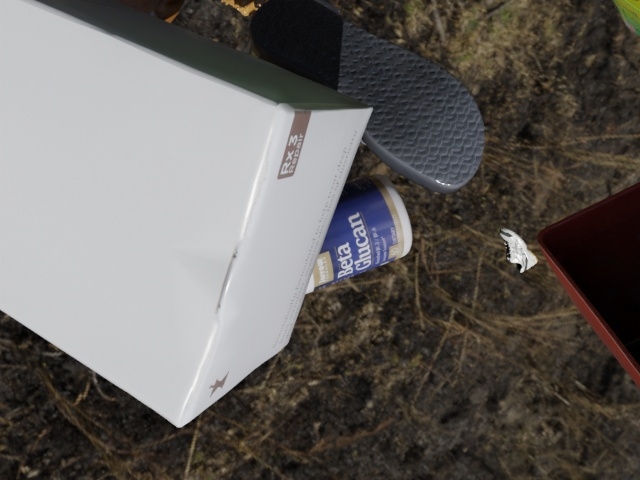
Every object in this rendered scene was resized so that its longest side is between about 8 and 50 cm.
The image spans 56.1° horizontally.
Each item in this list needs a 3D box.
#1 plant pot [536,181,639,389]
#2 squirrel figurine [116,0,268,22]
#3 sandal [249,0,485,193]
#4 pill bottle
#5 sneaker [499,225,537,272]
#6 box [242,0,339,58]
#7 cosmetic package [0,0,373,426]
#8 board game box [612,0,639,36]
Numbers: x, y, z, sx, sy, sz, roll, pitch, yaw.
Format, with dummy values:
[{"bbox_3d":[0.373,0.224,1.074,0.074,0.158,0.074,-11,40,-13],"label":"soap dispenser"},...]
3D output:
[{"bbox_3d":[0.444,0.088,0.667,0.267,0.267,0.236,-27,129,8],"label":"plant pot"},{"bbox_3d":[-0.130,-0.403,0.776,0.397,0.281,0.370,12,133,-43],"label":"squirrel figurine"},{"bbox_3d":[0.044,-0.135,0.542,0.097,0.254,0.054,-41,160,-13],"label":"sandal"},{"bbox_3d":[0.000,0.000,0.620,0.169,0.094,0.094,-20,137,-13],"label":"pill bottle"},{"bbox_3d":[0.292,0.015,0.906,0.037,0.032,0.083,-42,107,6],"label":"sneaker"},{"bbox_3d":[-0.112,-0.267,1.245,0.097,0.318,0.395,18,80,-24],"label":"box"},{"bbox_3d":[-0.183,-0.069,0.446,0.156,0.385,0.217,-30,145,-64],"label":"cosmetic package"},{"bbox_3d":[0.398,-0.234,0.665,0.043,0.181,0.092,-42,139,22],"label":"board game box"}]
